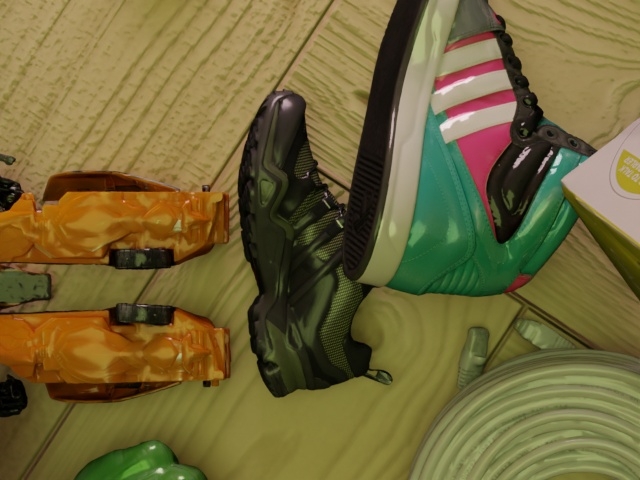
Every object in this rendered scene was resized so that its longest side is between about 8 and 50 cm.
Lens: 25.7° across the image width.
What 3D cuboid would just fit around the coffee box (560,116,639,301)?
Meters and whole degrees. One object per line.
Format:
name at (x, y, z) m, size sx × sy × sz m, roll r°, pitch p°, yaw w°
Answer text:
coffee box at (0.405, 0.029, 0.827) m, size 0.334 × 0.338 × 0.338 m, roll -39°, pitch 109°, yaw 3°

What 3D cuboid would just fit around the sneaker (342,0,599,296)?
sneaker at (0.132, -0.088, 1.010) m, size 0.178 × 0.124 × 0.295 m, roll 17°, pitch 71°, yaw -12°

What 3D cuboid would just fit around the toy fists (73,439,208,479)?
toy fists at (-0.097, 0.282, 1.029) m, size 0.142 × 0.096 × 0.279 m, roll -24°, pitch 88°, yaw 16°

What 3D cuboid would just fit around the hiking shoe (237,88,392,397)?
hiking shoe at (0.000, 0.000, 1.045) m, size 0.114 × 0.086 × 0.227 m, roll -4°, pitch 93°, yaw -10°

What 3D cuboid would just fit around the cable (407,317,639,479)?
cable at (0.186, 0.206, 1.003) m, size 0.257 × 0.089 × 0.257 m, roll 20°, pitch 92°, yaw 9°

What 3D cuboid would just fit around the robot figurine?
robot figurine at (-0.213, 0.037, 1.048) m, size 0.291 × 0.085 × 0.211 m, roll 0°, pitch 88°, yaw 4°
